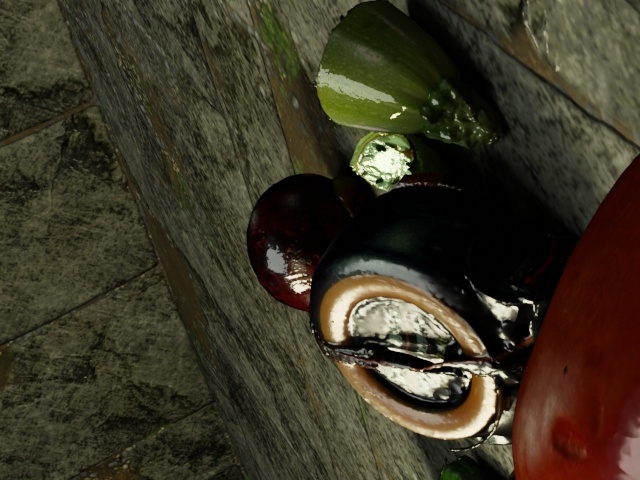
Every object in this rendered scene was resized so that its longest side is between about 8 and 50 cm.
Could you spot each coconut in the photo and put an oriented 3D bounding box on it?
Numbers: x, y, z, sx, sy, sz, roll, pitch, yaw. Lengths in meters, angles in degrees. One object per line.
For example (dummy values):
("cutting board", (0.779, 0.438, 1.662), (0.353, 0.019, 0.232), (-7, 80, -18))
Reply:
("coconut", (0.089, -0.039, 1.115), (0.158, 0.055, 0.133), (57, 162, 17))

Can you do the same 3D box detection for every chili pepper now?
("chili pepper", (0.194, 0.290, 1.354), (0.227, 0.059, 0.088), (15, 126, 69))

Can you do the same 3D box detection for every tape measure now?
("tape measure", (0.100, 0.057, 1.018), (0.222, 0.135, 0.202), (19, 138, 27))

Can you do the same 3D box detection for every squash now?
("squash", (0.074, -0.113, 0.989), (0.132, 0.105, 0.105), (33, 149, 41))

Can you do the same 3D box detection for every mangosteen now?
("mangosteen", (0.000, 0.000, 1.374), (0.152, 0.152, 0.152), (57, 165, 24))

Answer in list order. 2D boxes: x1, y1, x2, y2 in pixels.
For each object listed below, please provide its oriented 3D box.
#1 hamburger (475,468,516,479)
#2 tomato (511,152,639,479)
("hamburger", (0.200, 0.285, 1.088), (0.244, 0.163, 0.244), (58, 164, 26))
("tomato", (0.204, 0.081, 0.559), (0.299, 0.226, 0.299), (54, 160, 29))
